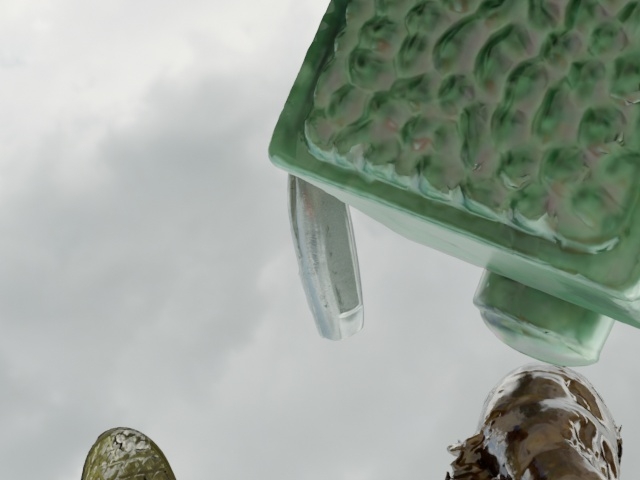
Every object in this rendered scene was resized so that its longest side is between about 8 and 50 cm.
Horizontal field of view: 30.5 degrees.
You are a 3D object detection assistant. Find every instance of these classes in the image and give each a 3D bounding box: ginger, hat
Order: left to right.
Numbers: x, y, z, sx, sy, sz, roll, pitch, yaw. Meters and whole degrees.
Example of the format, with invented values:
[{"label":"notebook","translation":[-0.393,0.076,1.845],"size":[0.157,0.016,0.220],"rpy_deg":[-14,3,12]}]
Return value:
[{"label":"hat","translation":[-0.180,0.236,0.991],"size":[0.067,0.146,0.146],"rpy_deg":[-19,-147,23]},{"label":"ginger","translation":[0.228,0.270,1.342],"size":[0.254,0.176,0.418],"rpy_deg":[-35,-175,21]}]

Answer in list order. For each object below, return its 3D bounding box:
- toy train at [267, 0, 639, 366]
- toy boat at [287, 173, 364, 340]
[{"label":"toy train","translation":[0.117,-0.085,0.424],"size":[0.145,0.202,0.266],"rpy_deg":[22,-93,31]},{"label":"toy boat","translation":[0.000,0.000,1.448],"size":[0.078,0.261,0.085],"rpy_deg":[-26,-150,-27]}]
